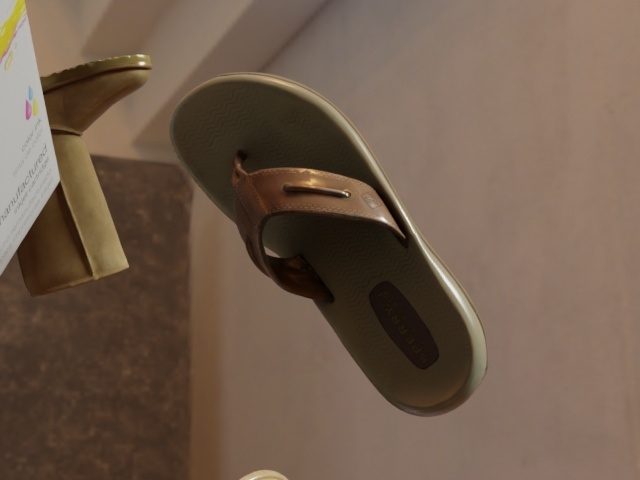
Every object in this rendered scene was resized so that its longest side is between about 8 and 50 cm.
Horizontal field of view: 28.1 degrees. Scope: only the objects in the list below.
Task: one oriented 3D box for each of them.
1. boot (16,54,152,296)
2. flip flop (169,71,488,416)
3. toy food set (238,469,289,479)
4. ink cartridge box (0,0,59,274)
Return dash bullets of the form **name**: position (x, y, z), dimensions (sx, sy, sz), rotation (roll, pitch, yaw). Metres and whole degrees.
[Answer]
- **boot**: position (-0.300, -0.087, 1.658), dimensions (0.089, 0.236, 0.270), rotation (-130, -156, -85)
- **flip flop**: position (0.000, 0.000, 0.832), dimensions (0.112, 0.080, 0.277), rotation (-42, -102, 23)
- **toy food set**: position (-0.060, 0.234, 0.950), dimensions (0.038, 0.192, 0.132), rotation (11, -90, 38)
- **ink cartridge box**: position (-0.279, -0.073, 0.779), dimensions (0.306, 0.131, 0.226), rotation (95, 16, -53)
